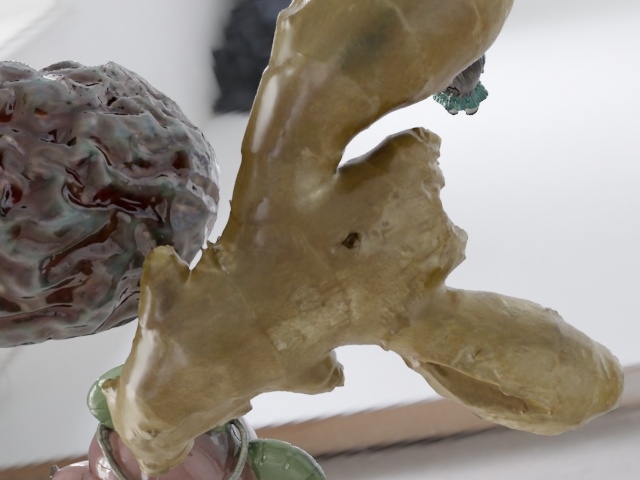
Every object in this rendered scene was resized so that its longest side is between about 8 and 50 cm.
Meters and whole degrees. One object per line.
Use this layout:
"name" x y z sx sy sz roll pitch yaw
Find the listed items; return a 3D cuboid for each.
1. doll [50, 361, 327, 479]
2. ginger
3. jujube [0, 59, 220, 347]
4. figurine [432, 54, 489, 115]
"doll" -0.155 0.256 1.572 0.268 0.284 0.216 -33 26 27
"ginger" -0.003 -0.009 0.988 0.348 0.363 0.122 -16 19 1
"jujube" -0.232 -0.028 1.073 0.317 0.226 0.226 1 6 -36
"figurine" 0.119 -0.147 1.327 0.060 0.106 0.047 20 69 18
